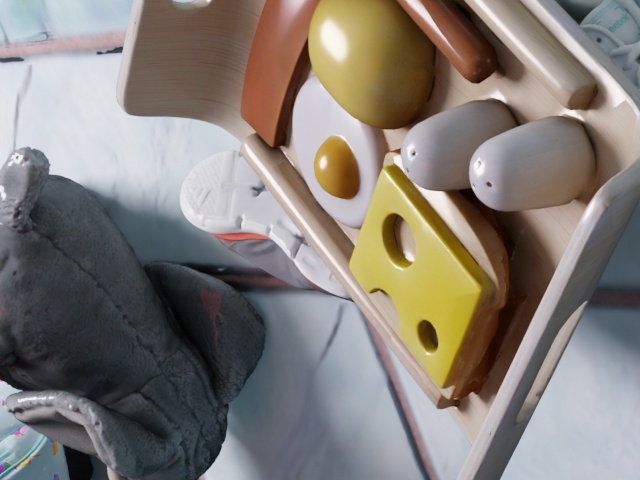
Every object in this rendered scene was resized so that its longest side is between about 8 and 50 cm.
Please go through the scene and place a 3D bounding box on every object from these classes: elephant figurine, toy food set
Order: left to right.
[{"bbox_3d":[-0.113,0.076,1.149,0.239,0.186,0.169,41,100,1],"label":"elephant figurine"},{"bbox_3d":[0.009,-0.044,0.871,0.306,0.092,0.220,53,143,31],"label":"toy food set"}]

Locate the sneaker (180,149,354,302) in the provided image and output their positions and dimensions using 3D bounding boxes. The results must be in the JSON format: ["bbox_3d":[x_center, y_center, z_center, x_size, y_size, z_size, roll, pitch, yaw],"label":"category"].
[{"bbox_3d":[0.000,0.000,1.028,0.158,0.061,0.065,27,163,34],"label":"sneaker"}]

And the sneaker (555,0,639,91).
[{"bbox_3d":[0.128,-0.064,0.817,0.152,0.053,0.061,31,136,29],"label":"sneaker"}]

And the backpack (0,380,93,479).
[{"bbox_3d":[-0.240,0.164,1.304,0.115,0.182,0.152,29,140,33],"label":"backpack"}]
